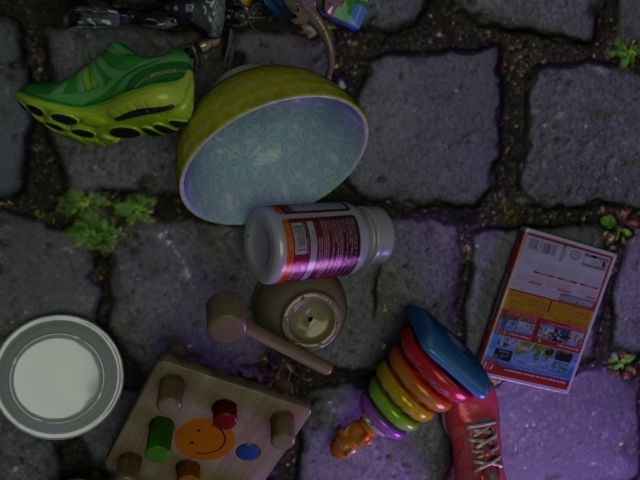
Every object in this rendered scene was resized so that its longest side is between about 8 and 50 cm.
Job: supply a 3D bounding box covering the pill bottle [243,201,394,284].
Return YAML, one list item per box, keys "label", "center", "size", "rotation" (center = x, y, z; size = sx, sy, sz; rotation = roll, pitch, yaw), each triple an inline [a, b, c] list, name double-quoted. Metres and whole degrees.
- label: "pill bottle"
  center: [0.000, 0.000, 1.148]
  size: [0.221, 0.121, 0.121]
  rotation: [-5, 103, -32]

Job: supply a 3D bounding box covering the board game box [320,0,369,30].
- label: "board game box"
  center: [-0.009, -0.443, 1.124]
  size: [0.212, 0.039, 0.160]
  rotation: [19, 96, -16]

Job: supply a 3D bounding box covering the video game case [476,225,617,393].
- label: "video game case"
  center: [0.418, 0.133, 1.352]
  size: [0.204, 0.025, 0.285]
  rotation: [15, 97, -17]

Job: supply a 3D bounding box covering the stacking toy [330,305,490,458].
- label: "stacking toy"
  center: [0.129, 0.279, 1.258]
  size: [0.166, 0.175, 0.302]
  rotation: [42, 100, -15]

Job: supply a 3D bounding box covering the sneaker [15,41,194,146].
- label: "sneaker"
  center: [-0.296, -0.208, 1.027]
  size: [0.296, 0.109, 0.123]
  rotation: [1, 64, 24]

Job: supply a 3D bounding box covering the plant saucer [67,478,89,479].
- label: "plant saucer"
  center: [-0.376, 0.474, 1.196]
  size: [0.195, 0.037, 0.194]
  rotation: [2, 100, 10]

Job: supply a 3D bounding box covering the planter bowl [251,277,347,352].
- label: "planter bowl"
  center: [-0.026, 0.119, 1.195]
  size: [0.162, 0.109, 0.161]
  rotation: [-3, 102, -13]

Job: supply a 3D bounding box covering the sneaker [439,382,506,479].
- label: "sneaker"
  center: [0.296, 0.393, 1.315]
  size: [0.116, 0.136, 0.313]
  rotation: [-7, 103, -13]

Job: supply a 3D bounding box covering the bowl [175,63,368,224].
- label: "bowl"
  center: [-0.089, -0.167, 1.081]
  size: [0.290, 0.289, 0.156]
  rotation: [-18, 62, -10]

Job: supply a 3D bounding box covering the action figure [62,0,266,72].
- label: "action figure"
  center: [-0.221, -0.339, 1.059]
  size: [0.285, 0.099, 0.185]
  rotation: [4, 104, -13]

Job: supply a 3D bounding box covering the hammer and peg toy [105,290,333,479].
- label: "hammer and peg toy"
  center: [-0.149, 0.269, 1.125]
  size: [0.266, 0.127, 0.361]
  rotation: [23, 118, -18]

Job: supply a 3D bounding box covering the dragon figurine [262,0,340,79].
- label: "dragon figurine"
  center: [-0.043, -0.377, 1.063]
  size: [0.085, 0.144, 0.289]
  rotation: [-34, 127, -6]

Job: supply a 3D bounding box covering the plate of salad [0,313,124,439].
- label: "plate of salad"
  center: [-0.414, 0.215, 1.151]
  size: [0.200, 0.048, 0.199]
  rotation: [0, 91, -12]
